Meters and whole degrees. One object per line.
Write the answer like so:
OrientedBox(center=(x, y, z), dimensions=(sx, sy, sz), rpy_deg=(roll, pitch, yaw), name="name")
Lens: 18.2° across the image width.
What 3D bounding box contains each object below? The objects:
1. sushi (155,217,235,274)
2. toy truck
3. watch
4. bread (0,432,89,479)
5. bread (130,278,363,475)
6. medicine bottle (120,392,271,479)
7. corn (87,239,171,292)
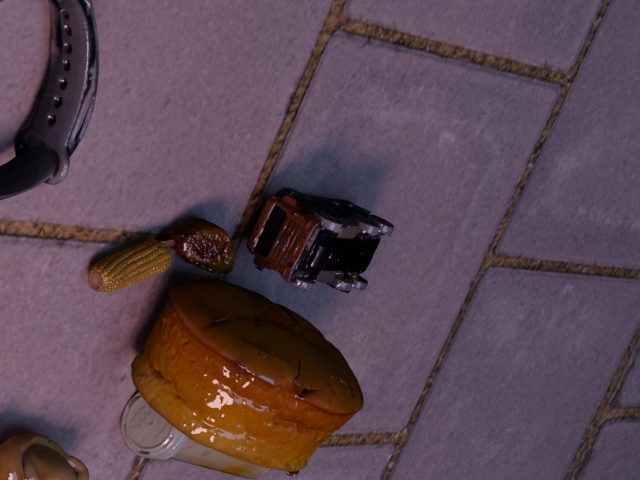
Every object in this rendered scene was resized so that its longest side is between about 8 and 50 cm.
OrientedBox(center=(-0.118, 0.006, 1.994), dimensions=(0.099, 0.047, 0.050), rpy_deg=(38, 73, -40), name="sushi")
OrientedBox(center=(0.000, 0.000, 2.104), dimensions=(0.192, 0.092, 0.083), rpy_deg=(3, 115, -62), name="toy truck")
OrientedBox(center=(-0.267, -0.125, 1.671), dimensions=(0.193, 0.068, 0.206), rpy_deg=(-36, 140, -28), name="watch")
OrientedBox(center=(-0.310, 0.290, 1.947), dimensions=(0.134, 0.081, 0.225), rpy_deg=(1, 114, -59), name="bread")
OrientedBox(center=(-0.070, 0.133, 2.028), dimensions=(0.143, 0.195, 0.269), rpy_deg=(-53, 146, 12), name="bread")
OrientedBox(center=(-0.125, 0.210, 2.133), dimensions=(0.074, 0.074, 0.218), rpy_deg=(-59, 149, 3), name="medicine bottle")
OrientedBox(center=(-0.185, 0.025, 1.927), dimensions=(0.092, 0.037, 0.037), rpy_deg=(-24, 134, -42), name="corn")
